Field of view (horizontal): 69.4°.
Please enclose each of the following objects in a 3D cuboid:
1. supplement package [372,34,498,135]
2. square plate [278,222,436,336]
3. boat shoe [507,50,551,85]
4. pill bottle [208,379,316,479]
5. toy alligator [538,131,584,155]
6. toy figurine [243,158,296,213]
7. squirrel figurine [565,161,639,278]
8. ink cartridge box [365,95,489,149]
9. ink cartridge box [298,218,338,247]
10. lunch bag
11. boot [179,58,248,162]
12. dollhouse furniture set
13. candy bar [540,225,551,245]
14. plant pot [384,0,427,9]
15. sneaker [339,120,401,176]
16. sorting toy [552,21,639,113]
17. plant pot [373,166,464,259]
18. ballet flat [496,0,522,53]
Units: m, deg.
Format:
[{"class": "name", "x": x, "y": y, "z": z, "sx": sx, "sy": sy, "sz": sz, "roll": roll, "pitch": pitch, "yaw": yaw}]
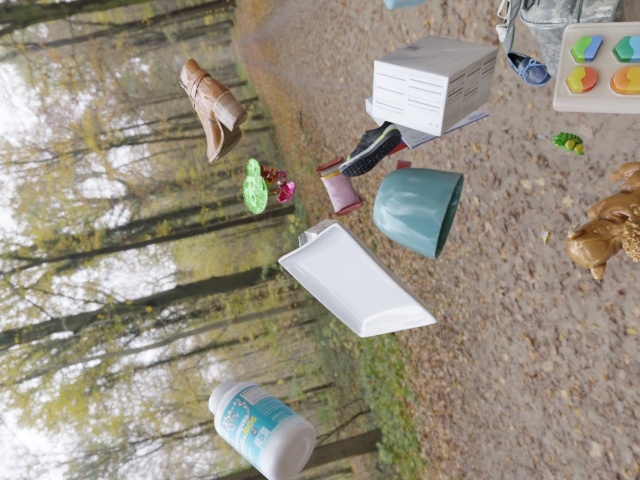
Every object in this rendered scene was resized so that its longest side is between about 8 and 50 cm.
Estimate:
[{"class": "supplement package", "x": 0.288, "y": -0.401, "z": 1.171, "sx": 0.203, "sy": 0.261, "sz": 0.145, "roll": 27, "pitch": 137, "yaw": 32}, {"class": "square plate", "x": 0.086, "y": 0.114, "z": 1.215, "sx": 0.344, "sy": 0.049, "sz": 0.347, "roll": 43, "pitch": 149, "yaw": -10}, {"class": "boat shoe", "x": 0.905, "y": -0.761, "z": 2.045, "sx": 0.109, "sy": 0.089, "sz": 0.258, "roll": -55, "pitch": 37, "yaw": 19}, {"class": "pill bottle", "x": -0.149, "y": 0.433, "z": 1.091, "sx": 0.264, "sy": 0.146, "sz": 0.146, "roll": 21, "pitch": 135, "yaw": 38}, {"class": "toy alligator", "x": 0.781, "y": -0.323, "z": 1.477, "sx": 0.056, "sy": 0.189, "sz": 0.052, "roll": -131, "pitch": 59, "yaw": -67}, {"class": "toy figurine", "x": -0.153, "y": -0.183, "z": 1.512, "sx": 0.130, "sy": 0.159, "sz": 0.173, "roll": 4, "pitch": 102, "yaw": 46}, {"class": "squirrel figurine", "x": 0.985, "y": -0.044, "z": 1.460, "sx": 0.281, "sy": 0.370, "sz": 0.397, "roll": 60, "pitch": -179, "yaw": -8}, {"class": "ink cartridge box", "x": 0.383, "y": -0.469, "z": 1.701, "sx": 0.072, "sy": 0.323, "sz": 0.330, "roll": 79, "pitch": 164, "yaw": -54}, {"class": "ink cartridge box", "x": 0.000, "y": 0.000, "z": 1.883, "sx": 0.067, "sy": 0.198, "sz": 0.116, "roll": 7, "pitch": 117, "yaw": 36}, {"class": "lunch bag", "x": 0.719, "y": -0.585, "z": 1.276, "sx": 0.305, "sy": 0.255, "sz": 0.213, "roll": 27, "pitch": -104, "yaw": -45}, {"class": "boot", "x": -0.339, "y": -0.373, "z": 1.368, "sx": 0.220, "sy": 0.109, "sz": 0.283, "roll": 46, "pitch": 152, "yaw": 0}, {"class": "dollhouse furniture set", "x": 0.187, "y": -0.254, "z": 1.752, "sx": 0.202, "sy": 0.373, "sz": 0.152, "roll": 65, "pitch": -173, "yaw": 2}, {"class": "candy bar", "x": 0.634, "y": -0.015, "z": 1.300, "sx": 0.161, "sy": 0.018, "sz": 0.040, "roll": -20, "pitch": -62, "yaw": -66}, {"class": "plant pot", "x": 0.315, "y": -0.970, "z": 1.627, "sx": 0.252, "sy": 0.246, "sz": 0.248, "roll": 123, "pitch": 126, "yaw": -67}, {"class": "sneaker", "x": 0.155, "y": -0.296, "z": 1.482, "sx": 0.084, "sy": 0.234, "sz": 0.097, "roll": 34, "pitch": -152, "yaw": -51}, {"class": "sorting toy", "x": 0.648, "y": -0.397, "z": 1.051, "sx": 0.038, "sy": 0.192, "sz": 0.209, "roll": 19, "pitch": -100, "yaw": -68}, {"class": "plant pot", "x": 0.314, "y": -0.109, "z": 1.530, "sx": 0.293, "sy": 0.235, "sz": 0.293, "roll": -51, "pitch": -29, "yaw": -43}, {"class": "ballet flat", "x": 0.624, "y": -0.737, "z": 1.550, "sx": 0.072, "sy": 0.068, "sz": 0.213, "roll": -84, "pitch": -6, "yaw": -50}]
